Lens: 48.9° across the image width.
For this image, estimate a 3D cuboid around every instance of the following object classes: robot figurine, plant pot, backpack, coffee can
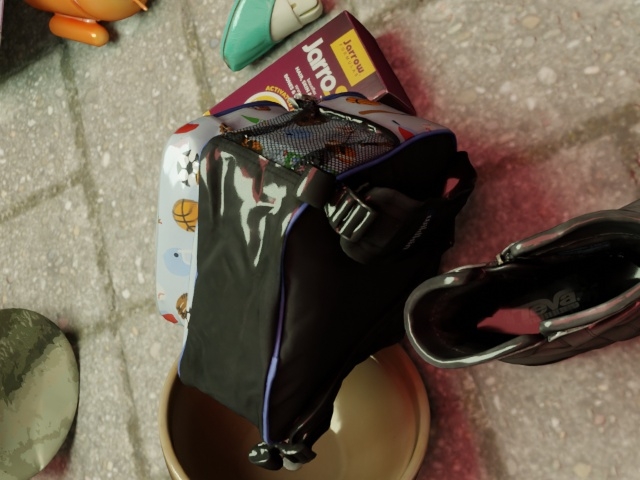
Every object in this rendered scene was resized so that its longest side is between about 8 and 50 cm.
[{"bbox_3d":[-0.295,-0.337,0.868,0.219,0.128,0.158,17,76,29],"label":"robot figurine"},{"bbox_3d":[-0.024,0.177,0.647,0.237,0.237,0.110,33,142,26],"label":"plant pot"},{"bbox_3d":[0.000,0.000,0.591,0.213,0.263,0.276,36,129,27],"label":"backpack"},{"bbox_3d":[-0.465,0.181,0.847,0.275,0.201,0.202,-3,82,26],"label":"coffee can"}]

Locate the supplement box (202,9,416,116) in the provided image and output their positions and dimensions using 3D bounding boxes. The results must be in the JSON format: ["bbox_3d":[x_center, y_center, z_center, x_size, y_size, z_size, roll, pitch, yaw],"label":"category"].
[{"bbox_3d":[-0.014,-0.129,0.722,0.188,0.081,0.104,-32,70,20],"label":"supplement box"}]

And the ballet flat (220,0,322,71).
[{"bbox_3d":[-0.025,-0.288,0.752,0.087,0.083,0.247,26,98,13],"label":"ballet flat"}]

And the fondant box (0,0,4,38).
[{"bbox_3d":[-0.488,-0.323,0.907,0.330,0.096,0.238,-7,80,54],"label":"fondant box"}]

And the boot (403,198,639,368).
[{"bbox_3d":[0.241,0.012,0.494,0.338,0.222,0.118,-34,69,20],"label":"boot"}]
